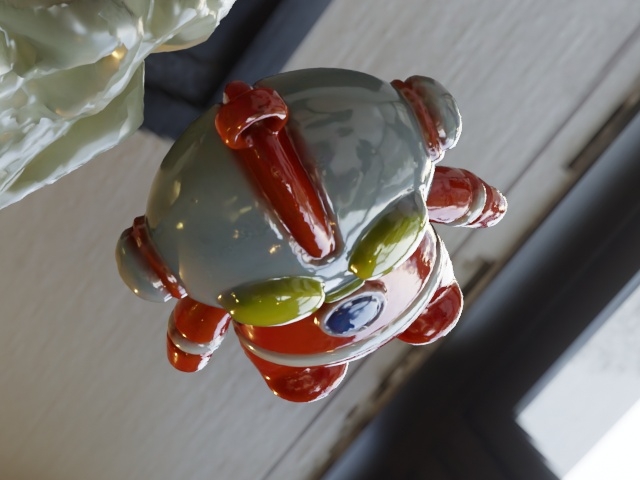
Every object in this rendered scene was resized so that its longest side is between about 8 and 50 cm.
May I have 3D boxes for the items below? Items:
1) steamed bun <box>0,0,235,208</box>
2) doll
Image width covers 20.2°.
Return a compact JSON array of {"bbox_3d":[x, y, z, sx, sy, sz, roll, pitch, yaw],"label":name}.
[{"bbox_3d":[-0.175,-0.116,0.720,0.320,0.206,0.275,-4,-121,-12],"label":"steamed bun"},{"bbox_3d":[0.000,0.000,0.886,0.336,0.200,0.105,66,178,-68],"label":"doll"}]
